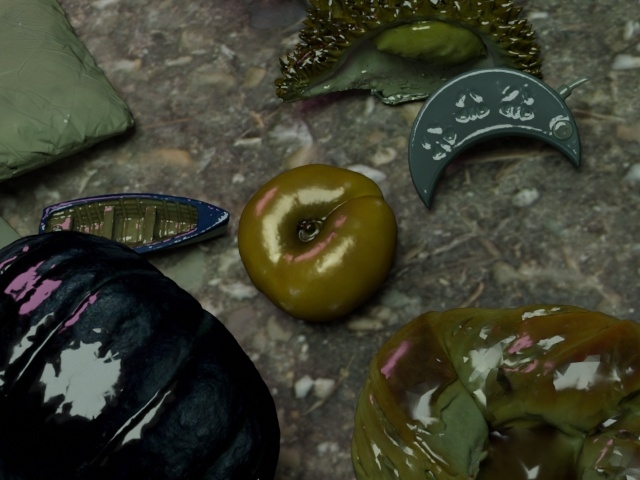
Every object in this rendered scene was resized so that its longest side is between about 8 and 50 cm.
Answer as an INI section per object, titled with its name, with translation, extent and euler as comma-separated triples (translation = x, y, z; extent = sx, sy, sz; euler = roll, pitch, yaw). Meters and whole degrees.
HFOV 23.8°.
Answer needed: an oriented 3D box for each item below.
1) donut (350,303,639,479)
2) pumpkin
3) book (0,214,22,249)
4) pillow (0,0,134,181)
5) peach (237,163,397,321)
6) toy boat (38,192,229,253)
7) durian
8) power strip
[donut]
translation = 0.196, 0.221, 1.436
extent = 0.360, 0.170, 0.360
euler = -5, 64, 10
[pumpkin]
translation = -0.207, 0.163, 1.457
extent = 0.363, 0.363, 0.266
euler = 37, 71, 26
[book]
translation = -0.424, 0.064, 1.750
extent = 0.208, 0.020, 0.295
euler = -42, 62, -9
[pillow]
translation = -0.401, -0.185, 1.799
extent = 0.281, 0.076, 0.274
euler = -22, 58, -20
[peach]
translation = 0.000, 0.000, 1.630
extent = 0.179, 0.103, 0.179
euler = -5, 62, 9
[toy boat]
translation = -0.208, -0.014, 1.721
extent = 0.229, 0.046, 0.080
euler = -4, 63, 12
[durian]
translation = 0.091, -0.239, 1.718
extent = 0.306, 0.166, 0.172
euler = -11, 32, 2
[power strip]
translation = 0.195, -0.124, 1.651
extent = 0.216, 0.044, 0.137
euler = -18, 86, 7
